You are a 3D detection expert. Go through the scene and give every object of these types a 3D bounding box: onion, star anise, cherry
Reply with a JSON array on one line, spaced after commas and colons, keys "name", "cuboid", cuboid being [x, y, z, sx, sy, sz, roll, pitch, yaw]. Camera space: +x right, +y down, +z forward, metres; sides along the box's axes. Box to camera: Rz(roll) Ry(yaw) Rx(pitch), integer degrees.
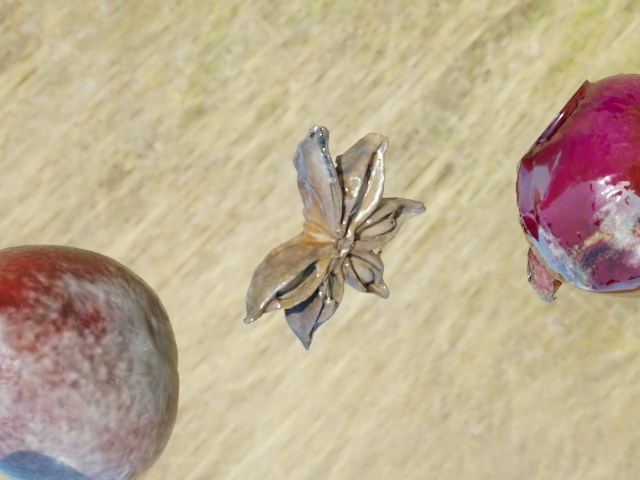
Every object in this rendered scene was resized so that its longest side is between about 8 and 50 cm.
[{"name": "onion", "cuboid": [0.187, -0.032, 1.076, 0.135, 0.173, 0.198, 49, 133, -8]}, {"name": "star anise", "cuboid": [0.012, 0.000, 1.413, 0.171, 0.208, 0.063, 10, -167, -46]}, {"name": "cherry", "cuboid": [-0.245, 0.113, 1.460, 0.203, 0.230, 0.300, -7, 151, 28]}]
